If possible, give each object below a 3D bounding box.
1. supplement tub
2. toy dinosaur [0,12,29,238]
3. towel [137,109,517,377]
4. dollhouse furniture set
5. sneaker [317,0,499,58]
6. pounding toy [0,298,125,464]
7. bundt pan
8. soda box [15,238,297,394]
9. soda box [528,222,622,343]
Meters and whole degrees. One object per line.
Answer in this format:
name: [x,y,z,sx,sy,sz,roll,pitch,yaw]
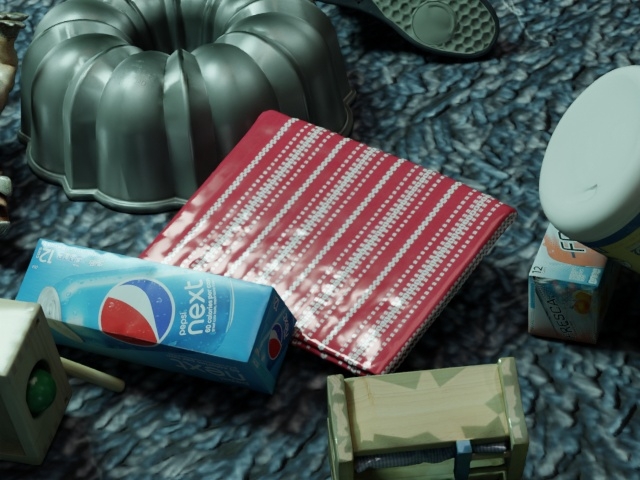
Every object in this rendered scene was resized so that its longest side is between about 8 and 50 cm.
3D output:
supplement tub: [0.287,-0.034,1.433,0.199,0.144,0.144,26,27,-25]
toy dinosaur: [-0.341,-0.111,1.691,0.127,0.200,0.296,6,13,-11]
towel: [0.000,0.000,1.531,0.275,0.031,0.199,24,64,34]
dollhouse furniture set: [0.077,0.195,1.245,0.129,0.129,0.184,-6,60,-3]
sneaker: [0.077,-0.261,1.887,0.226,0.086,0.163,23,15,-2]
pounding toy: [-0.240,0.100,1.397,0.141,0.130,0.100,7,49,15]
bundt pan: [-0.131,-0.167,1.749,0.330,0.124,0.331,-3,35,2]
soda box: [-0.131,0.059,1.457,0.210,0.071,0.067,10,69,21]
soda box: [0.219,0.004,1.519,0.058,0.063,0.183,9,38,16]
